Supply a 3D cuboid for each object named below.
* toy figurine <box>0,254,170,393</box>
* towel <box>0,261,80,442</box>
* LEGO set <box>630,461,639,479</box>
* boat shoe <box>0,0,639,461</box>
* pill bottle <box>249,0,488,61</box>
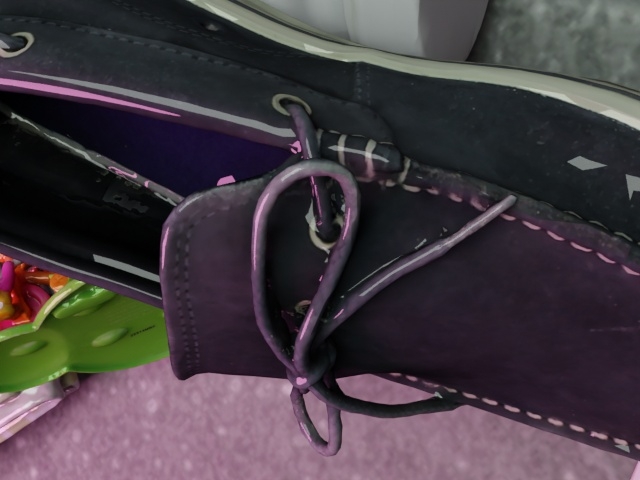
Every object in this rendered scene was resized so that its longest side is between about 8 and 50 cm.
[{"bbox_3d":[-0.151,-0.011,0.563,0.173,0.130,0.159,-22,62,-7],"label":"toy figurine"},{"bbox_3d":[-0.366,0.037,0.678,0.320,0.090,0.374,-40,72,17],"label":"towel"},{"bbox_3d":[0.100,0.218,0.438,0.287,0.107,0.132,-39,72,18],"label":"LEGO set"},{"bbox_3d":[0.000,0.000,0.396,0.500,0.156,0.187,25,142,11],"label":"boat shoe"},{"bbox_3d":[-0.049,-0.163,0.506,0.272,0.152,0.152,14,93,24],"label":"pill bottle"}]
